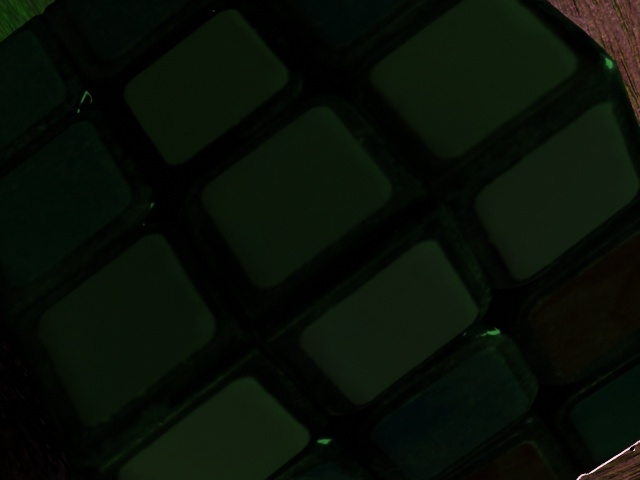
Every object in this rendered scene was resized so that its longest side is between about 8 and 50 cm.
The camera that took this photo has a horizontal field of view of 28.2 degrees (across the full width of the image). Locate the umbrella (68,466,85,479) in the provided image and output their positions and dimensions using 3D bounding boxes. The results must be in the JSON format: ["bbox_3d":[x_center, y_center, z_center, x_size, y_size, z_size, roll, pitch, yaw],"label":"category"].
[{"bbox_3d":[-0.106,0.208,0.730,0.046,0.050,0.188,84,-13,-55],"label":"umbrella"}]

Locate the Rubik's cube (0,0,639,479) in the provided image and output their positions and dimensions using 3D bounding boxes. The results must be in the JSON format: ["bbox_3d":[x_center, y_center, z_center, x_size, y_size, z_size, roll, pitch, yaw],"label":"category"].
[{"bbox_3d":[0.000,0.000,0.843,0.359,0.362,0.363,55,3,-47],"label":"Rubik's cube"}]
